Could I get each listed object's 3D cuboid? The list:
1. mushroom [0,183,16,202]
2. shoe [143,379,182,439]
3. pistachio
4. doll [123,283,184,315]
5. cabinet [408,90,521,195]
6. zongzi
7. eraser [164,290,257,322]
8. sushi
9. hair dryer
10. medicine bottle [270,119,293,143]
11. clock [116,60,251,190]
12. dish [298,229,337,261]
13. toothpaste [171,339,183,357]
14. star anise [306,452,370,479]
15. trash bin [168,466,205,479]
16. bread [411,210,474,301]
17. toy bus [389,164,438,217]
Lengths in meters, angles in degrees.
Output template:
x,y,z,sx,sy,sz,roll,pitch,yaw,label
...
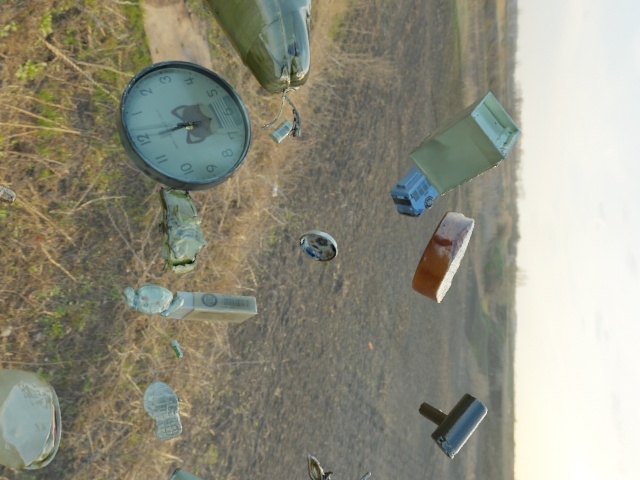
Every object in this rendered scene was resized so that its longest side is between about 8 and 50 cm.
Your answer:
x,y,z,sx,sy,sz,roll,pitch,yaw,label
-0.928,-0.155,1.102,0.217,0.148,0.226,-22,135,-80,mushroom
-0.509,0.534,1.330,0.125,0.100,0.227,-127,-149,-65,shoe
-0.608,0.356,0.820,0.144,0.215,0.143,-39,160,-17,pistachio
-0.550,0.195,1.329,0.214,0.072,0.103,27,99,-50,doll
0.374,-0.244,1.050,0.150,0.206,0.145,49,54,-8,cabinet
-0.041,-0.521,0.963,0.446,0.419,0.181,59,-11,0,zongzi
-0.443,0.275,1.656,0.344,0.144,0.078,13,56,-37,eraser
-0.467,-0.035,1.354,0.139,0.131,0.290,-4,85,-45,sushi
0.415,0.596,1.372,0.197,0.251,0.089,-41,99,-19,hair dryer
-0.142,-0.400,1.488,0.083,0.047,0.047,-48,140,-14,medicine bottle
-0.331,-0.288,1.020,0.326,0.067,0.324,5,80,-30,clock
0.000,0.000,1.411,0.078,0.141,0.141,-68,147,-41,dish
-0.594,0.449,1.678,0.083,0.017,0.020,52,10,32,toothpaste
0.035,0.752,1.288,0.227,0.219,0.148,62,14,-58,star anise
-0.316,0.768,1.064,0.277,0.263,0.217,-53,162,-61,trash bin
0.452,0.052,1.478,0.327,0.114,0.295,-58,156,-17,bread
0.370,-0.205,1.495,0.234,0.116,0.133,-46,122,-16,toy bus
